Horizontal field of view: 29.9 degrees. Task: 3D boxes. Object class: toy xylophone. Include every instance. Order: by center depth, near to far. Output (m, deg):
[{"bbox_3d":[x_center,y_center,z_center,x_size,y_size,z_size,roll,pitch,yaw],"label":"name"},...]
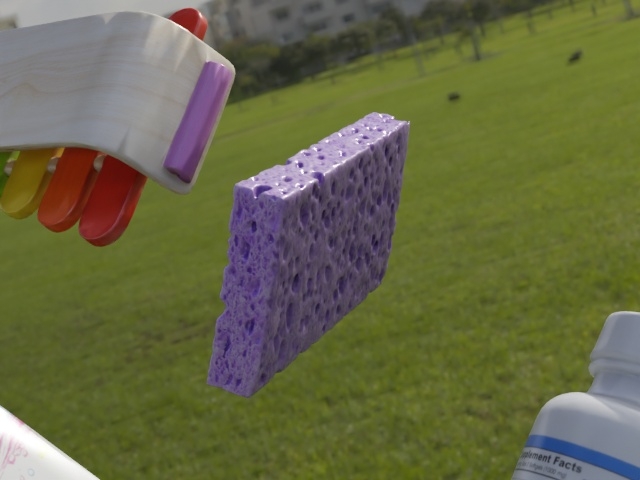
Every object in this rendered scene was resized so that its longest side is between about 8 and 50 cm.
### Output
[{"bbox_3d":[-0.207,-0.123,0.940,0.323,0.081,0.236,9,67,39],"label":"toy xylophone"}]

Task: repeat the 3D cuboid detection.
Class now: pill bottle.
[{"bbox_3d":[0.155,0.156,0.627,0.124,0.124,0.221,0,62,63],"label":"pill bottle"}]

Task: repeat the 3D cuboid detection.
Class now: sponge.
[{"bbox_3d":[0.000,0.000,0.712,0.031,0.117,0.210,16,21,18],"label":"sponge"}]

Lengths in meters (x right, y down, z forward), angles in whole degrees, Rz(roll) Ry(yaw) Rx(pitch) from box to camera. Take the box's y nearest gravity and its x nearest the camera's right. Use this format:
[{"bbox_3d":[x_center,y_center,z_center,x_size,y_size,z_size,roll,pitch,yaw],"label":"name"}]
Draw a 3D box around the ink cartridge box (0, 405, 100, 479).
[{"bbox_3d":[-0.115,0.084,0.287,0.061,0.181,0.104,-54,0,32],"label":"ink cartridge box"}]
